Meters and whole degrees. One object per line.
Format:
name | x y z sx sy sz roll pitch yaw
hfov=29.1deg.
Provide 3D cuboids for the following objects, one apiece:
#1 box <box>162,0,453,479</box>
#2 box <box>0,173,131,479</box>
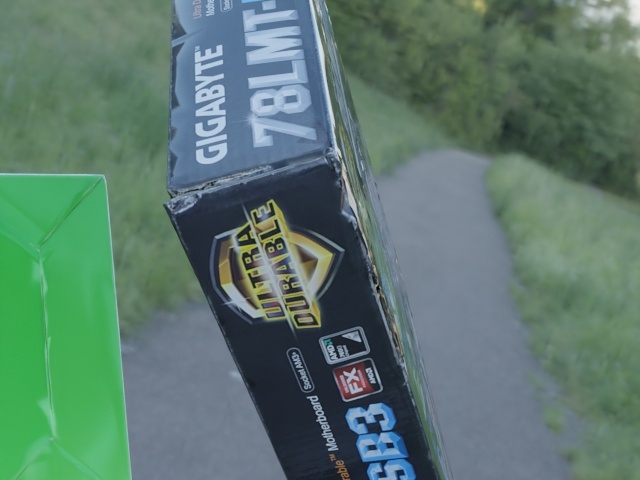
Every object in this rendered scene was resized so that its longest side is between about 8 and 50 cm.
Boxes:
box | 0.000 0.000 0.616 0.073 0.293 0.295 -16 38 5
box | -0.259 0.099 0.994 0.127 0.262 0.231 -1 -12 -29
